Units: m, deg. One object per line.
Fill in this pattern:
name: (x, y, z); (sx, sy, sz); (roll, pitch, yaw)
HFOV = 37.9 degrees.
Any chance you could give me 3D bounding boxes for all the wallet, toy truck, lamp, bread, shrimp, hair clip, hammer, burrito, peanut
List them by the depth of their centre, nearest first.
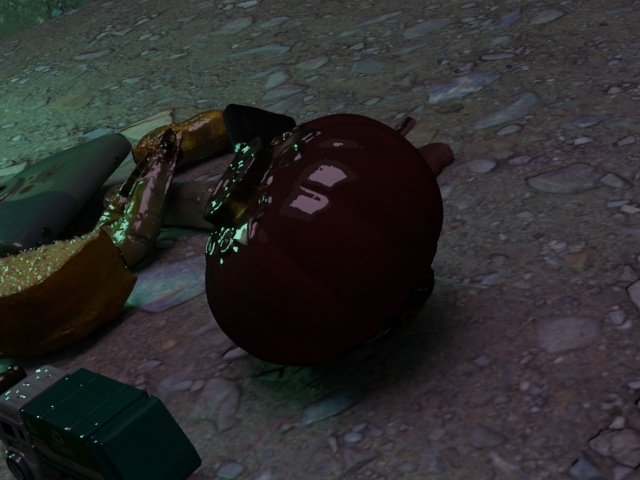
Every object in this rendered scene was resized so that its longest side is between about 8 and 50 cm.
toy truck: (-0.234, 0.206, 0.956); (0.253, 0.124, 0.114); (11, 35, 39)
lamp: (0.000, 0.000, 1.054); (0.303, 0.257, 0.303); (-47, 17, 19)
bread: (-0.382, 0.087, 1.253); (0.260, 0.129, 0.134); (-18, 34, -1)
hammer: (-0.501, 0.168, 1.276); (0.292, 0.029, 0.058); (8, 34, 42)
shrimp: (-0.286, -0.064, 1.470); (0.145, 0.061, 0.267); (1, 64, 44)
hair clip: (0.125, -0.120, 1.479); (0.138, 0.102, 0.123); (-37, 8, 39)
burrito: (-0.245, -0.060, 1.517); (0.275, 0.059, 0.082); (1, 63, 34)
wallet: (-0.502, -0.063, 1.622); (0.252, 0.083, 0.360); (-9, 32, 28)
wallet: (-0.093, -0.184, 1.642); (0.149, 0.044, 0.250); (11, 22, -15)
peanut: (-0.253, -0.183, 1.741); (0.206, 0.087, 0.087); (-23, 28, -20)
